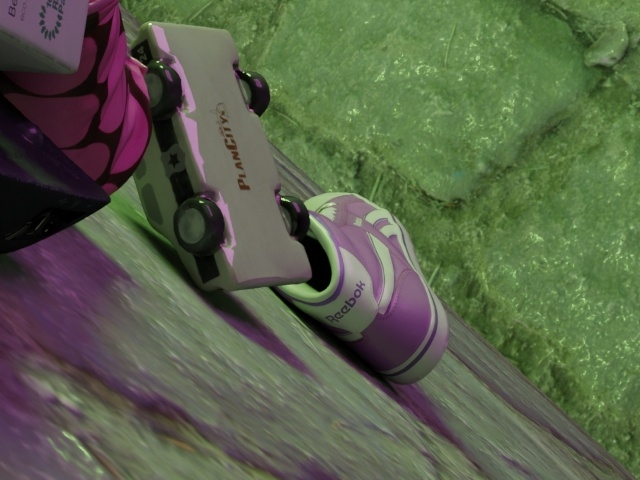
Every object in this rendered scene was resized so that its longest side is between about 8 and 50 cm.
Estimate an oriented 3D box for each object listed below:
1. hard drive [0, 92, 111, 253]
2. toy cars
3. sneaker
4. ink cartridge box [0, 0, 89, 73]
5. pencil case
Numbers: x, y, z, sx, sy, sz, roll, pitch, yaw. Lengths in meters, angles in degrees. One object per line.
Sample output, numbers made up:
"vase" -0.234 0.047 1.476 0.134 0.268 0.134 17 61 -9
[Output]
"hard drive" -0.189 -0.064 0.509 0.172 0.054 0.255 42 5 14
"toy cars" -0.150 -0.115 0.884 0.393 0.087 0.176 47 39 -20
"sneaker" 0.001 -0.001 1.189 0.161 0.102 0.282 35 7 -27
"ink cartridge box" -0.158 -0.171 0.395 0.065 0.165 0.333 6 -9 18
"pencil case" -0.125 -0.099 0.678 0.095 0.098 0.209 43 -18 8
